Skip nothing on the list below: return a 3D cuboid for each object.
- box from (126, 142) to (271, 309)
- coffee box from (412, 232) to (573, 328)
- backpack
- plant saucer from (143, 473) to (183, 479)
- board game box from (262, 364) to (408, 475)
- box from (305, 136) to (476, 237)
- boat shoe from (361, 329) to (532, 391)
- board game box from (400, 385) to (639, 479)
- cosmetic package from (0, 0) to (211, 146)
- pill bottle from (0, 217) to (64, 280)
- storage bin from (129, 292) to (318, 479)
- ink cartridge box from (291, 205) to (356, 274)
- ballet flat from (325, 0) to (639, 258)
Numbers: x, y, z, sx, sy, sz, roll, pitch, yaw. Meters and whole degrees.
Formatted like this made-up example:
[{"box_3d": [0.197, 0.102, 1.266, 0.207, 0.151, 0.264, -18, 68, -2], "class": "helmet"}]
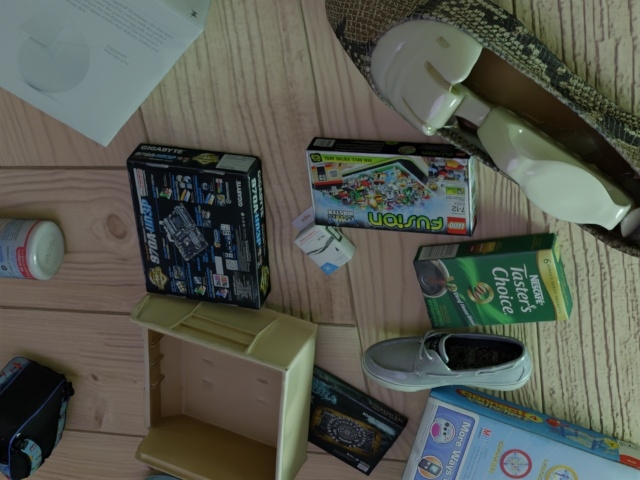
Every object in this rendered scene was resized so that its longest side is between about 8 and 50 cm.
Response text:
[{"box_3d": [-0.162, -0.017, 1.500, 0.175, 0.051, 0.220, 7, 125, 16], "class": "box"}, {"box_3d": [0.219, 0.054, 1.412, 0.184, 0.040, 0.113, -5, 120, 23], "class": "coffee box"}, {"box_3d": [-0.478, 0.294, 1.772, 0.117, 0.158, 0.173, 28, 140, 11], "class": "backpack"}, {"box_3d": [-0.245, 0.430, 1.852, 0.119, 0.021, 0.119, 10, 124, 14], "class": "plant saucer"}, {"box_3d": [0.021, 0.260, 1.635, 0.186, 0.026, 0.126, 31, 127, -1], "class": "board game box"}, {"box_3d": [0.090, -0.067, 1.382, 0.207, 0.036, 0.114, 4, 124, 18], "class": "box"}, {"box_3d": [0.164, 0.149, 1.462, 0.227, 0.079, 0.081, 1, 144, 11], "class": "boat shoe"}, {"box_3d": [0.252, 0.384, 1.528, 0.301, 0.086, 0.308, 19, 105, 7], "class": "board game box"}, {"box_3d": [-0.277, -0.270, 1.287, 0.224, 0.138, 0.224, 31, 131, -23], "class": "cosmetic package"}, {"box_3d": [-0.461, 0.011, 1.607, 0.160, 0.087, 0.087, 3, 123, 19], "class": "pill bottle"}, {"box_3d": [-0.146, 0.219, 1.587, 0.260, 0.123, 0.262, 16, 124, 18], "class": "storage bin"}, {"box_3d": [0.000, 0.000, 1.465, 0.083, 0.028, 0.048, 45, 126, -11], "class": "ink cartridge box"}, {"box_3d": [0.201, -0.137, 1.202, 0.482, 0.182, 0.164, 33, 128, -3], "class": "ballet flat"}]
